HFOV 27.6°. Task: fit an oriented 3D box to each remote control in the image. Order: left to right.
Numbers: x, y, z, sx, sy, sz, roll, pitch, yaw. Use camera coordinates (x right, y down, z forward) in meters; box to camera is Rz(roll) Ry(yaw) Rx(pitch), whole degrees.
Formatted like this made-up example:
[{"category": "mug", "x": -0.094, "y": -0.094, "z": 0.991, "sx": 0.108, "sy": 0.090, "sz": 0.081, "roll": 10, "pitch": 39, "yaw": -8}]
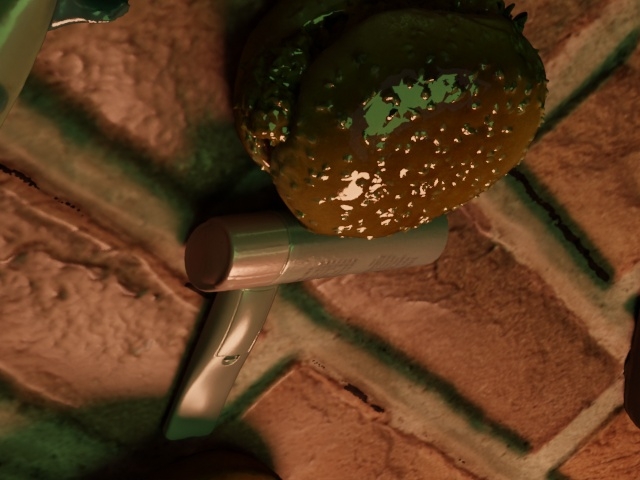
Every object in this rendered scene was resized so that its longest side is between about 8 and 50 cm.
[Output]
[{"category": "remote control", "x": -0.078, "y": 0.094, "z": 1.041, "sx": 0.050, "sy": 0.027, "sz": 0.184, "roll": -2, "pitch": 131, "yaw": -36}]

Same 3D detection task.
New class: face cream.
[{"category": "face cream", "x": 0.000, "y": 0.000, "z": 0.978, "sx": 0.198, "sy": 0.057, "sz": 0.084, "roll": -5, "pitch": 166, "yaw": -33}]

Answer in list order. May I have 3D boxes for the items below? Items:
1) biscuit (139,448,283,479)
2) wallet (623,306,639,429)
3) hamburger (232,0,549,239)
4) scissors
[{"category": "biscuit", "x": -0.146, "y": 0.369, "z": 1.130, "sx": 0.394, "sy": 0.070, "sz": 0.350, "roll": -58, "pitch": 147, "yaw": -6}, {"category": "wallet", "x": 0.382, "y": 0.123, "z": 1.305, "sx": 0.042, "sy": 0.165, "sz": 0.309, "roll": -24, "pitch": 139, "yaw": -21}, {"category": "hamburger", "x": 0.042, "y": -0.086, "z": 0.881, "sx": 0.215, "sy": 0.122, "sz": 0.189, "roll": -14, "pitch": 137, "yaw": -23}, {"category": "scissors", "x": -0.196, "y": -0.098, "z": 0.753, "sx": 0.138, "sy": 0.041, "sz": 0.289, "roll": 14, "pitch": 115, "yaw": -42}]
